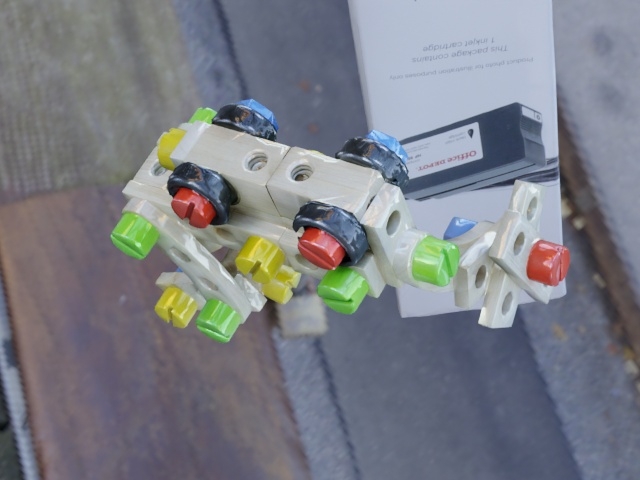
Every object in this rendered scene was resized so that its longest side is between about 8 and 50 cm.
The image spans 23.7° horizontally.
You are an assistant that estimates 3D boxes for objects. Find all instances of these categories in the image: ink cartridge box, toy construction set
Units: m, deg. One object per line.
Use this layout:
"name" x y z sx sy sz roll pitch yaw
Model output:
"ink cartridge box" 0.119 -0.168 1.377 0.166 0.395 0.285 -7 43 4
"toy construction set" 0.000 0.000 1.047 0.328 0.215 0.151 3 56 23
